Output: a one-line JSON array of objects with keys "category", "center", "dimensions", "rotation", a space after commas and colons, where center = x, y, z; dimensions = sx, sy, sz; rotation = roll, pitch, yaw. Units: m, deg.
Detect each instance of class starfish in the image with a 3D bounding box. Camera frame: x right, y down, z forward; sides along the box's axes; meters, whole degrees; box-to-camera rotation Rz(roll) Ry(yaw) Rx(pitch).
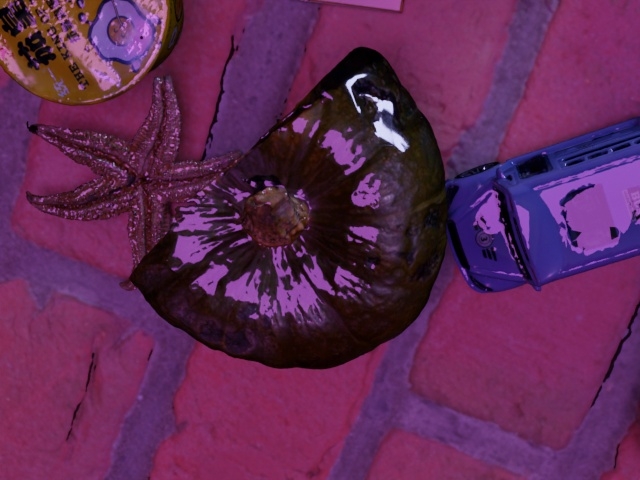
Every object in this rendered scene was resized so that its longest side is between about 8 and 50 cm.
[{"category": "starfish", "center": [-0.196, -0.060, 1.082], "dimensions": [0.227, 0.043, 0.241], "rotation": [8, 108, 3]}]

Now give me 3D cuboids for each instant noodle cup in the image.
[{"category": "instant noodle cup", "center": [-0.216, -0.225, 1.002], "dimensions": [0.182, 0.144, 0.182], "rotation": [1, 100, 8]}]

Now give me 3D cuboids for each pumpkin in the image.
[{"category": "pumpkin", "center": [0.000, 0.000, 0.966], "dimensions": [0.232, 0.242, 0.325], "rotation": [45, 105, 4]}]

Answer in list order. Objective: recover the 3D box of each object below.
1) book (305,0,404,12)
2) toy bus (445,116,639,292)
[{"category": "book", "center": [0.035, -0.317, 1.012], "dimensions": [0.118, 0.012, 0.172], "rotation": [9, 103, 8]}, {"category": "toy bus", "center": [0.260, -0.036, 0.973], "dimensions": [0.292, 0.133, 0.125], "rotation": [-18, 99, 12]}]
